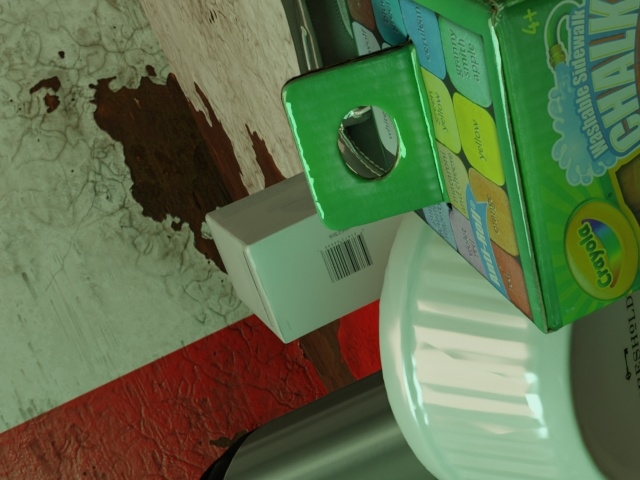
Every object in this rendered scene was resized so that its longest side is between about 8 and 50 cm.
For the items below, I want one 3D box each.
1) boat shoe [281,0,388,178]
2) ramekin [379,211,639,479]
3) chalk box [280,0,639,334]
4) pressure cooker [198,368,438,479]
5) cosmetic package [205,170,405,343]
[{"bbox_3d":[0.026,-0.211,1.232,0.095,0.112,0.335,176,74,-82],"label":"boat shoe"},{"bbox_3d":[0.178,0.052,0.764,0.127,0.273,0.273,7,124,50],"label":"ramekin"},{"bbox_3d":[0.127,-0.090,0.605,0.179,0.289,0.180,48,159,55],"label":"chalk box"},{"bbox_3d":[0.079,0.304,1.060,0.370,0.420,0.375,50,-148,-20],"label":"pressure cooker"},{"bbox_3d":[0.000,0.000,1.484,0.138,0.224,0.224,69,168,-18],"label":"cosmetic package"}]
